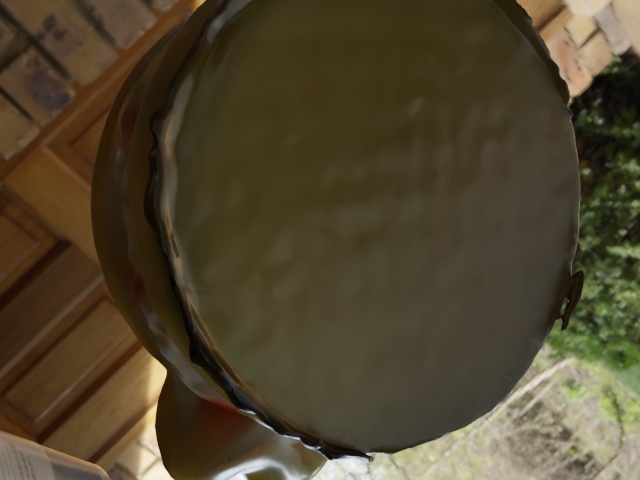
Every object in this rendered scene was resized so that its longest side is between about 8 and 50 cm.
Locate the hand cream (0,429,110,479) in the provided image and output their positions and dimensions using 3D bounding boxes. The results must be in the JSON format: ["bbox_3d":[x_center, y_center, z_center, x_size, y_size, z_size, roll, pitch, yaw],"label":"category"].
[{"bbox_3d":[-0.190,0.140,0.505,0.079,0.048,0.255,58,178,25],"label":"hand cream"}]

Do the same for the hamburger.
[{"bbox_3d":[0.000,0.000,0.504,0.261,0.302,0.186,1,174,-29],"label":"hamburger"}]
